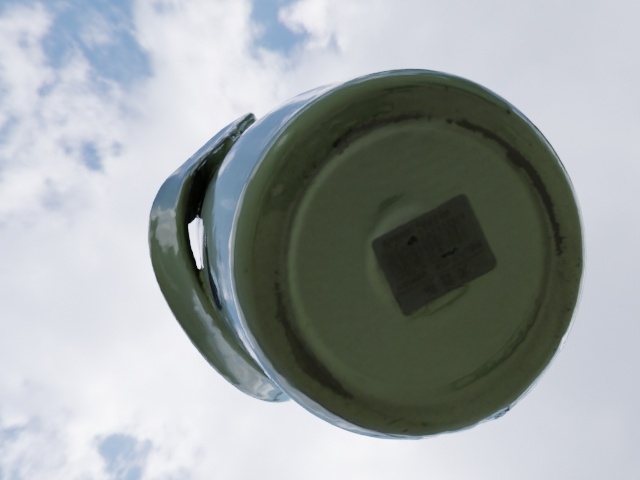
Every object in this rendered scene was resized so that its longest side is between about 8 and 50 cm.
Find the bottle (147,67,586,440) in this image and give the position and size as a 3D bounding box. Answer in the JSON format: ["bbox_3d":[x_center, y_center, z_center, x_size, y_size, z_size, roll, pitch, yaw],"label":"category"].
[{"bbox_3d":[0.000,0.000,0.733,0.229,0.351,0.229,-2,-84,-17],"label":"bottle"}]
